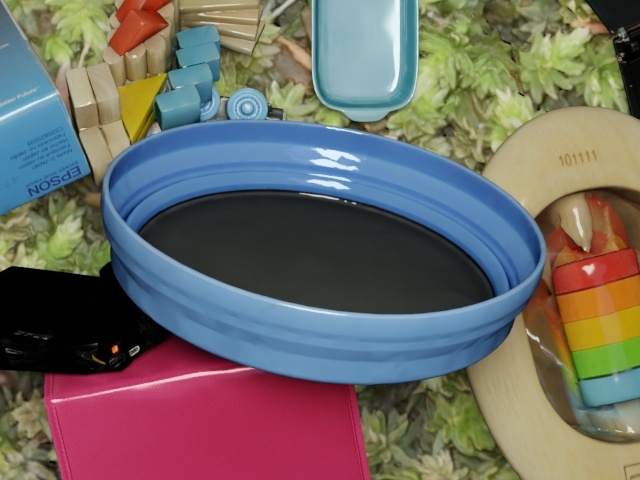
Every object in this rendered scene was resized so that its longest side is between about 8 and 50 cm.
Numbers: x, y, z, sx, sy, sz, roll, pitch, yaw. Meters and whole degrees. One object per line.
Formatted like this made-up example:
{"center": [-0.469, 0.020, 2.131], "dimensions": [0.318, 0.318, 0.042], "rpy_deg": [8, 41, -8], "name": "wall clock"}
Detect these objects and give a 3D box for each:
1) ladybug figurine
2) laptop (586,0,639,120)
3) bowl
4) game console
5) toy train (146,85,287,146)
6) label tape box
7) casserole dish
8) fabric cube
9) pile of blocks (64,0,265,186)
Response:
{"center": [0.285, 0.089, 1.346], "dimensions": [0.305, 0.162, 0.449], "rpy_deg": [-10, 88, -6], "name": "ladybug figurine"}
{"center": [0.405, -0.250, 1.451], "dimensions": [0.234, 0.136, 0.264], "rpy_deg": [-25, 116, -6], "name": "laptop"}
{"center": [0.000, 0.000, 1.159], "dimensions": [0.391, 0.391, 0.077], "rpy_deg": [7, 116, -6], "name": "bowl"}
{"center": [-0.181, 0.027, 1.239], "dimensions": [0.213, 0.361, 0.044], "rpy_deg": [5, 115, 32], "name": "game console"}
{"center": [-0.129, -0.112, 1.351], "dimensions": [0.184, 0.080, 0.105], "rpy_deg": [9, 93, -5], "name": "toy train"}
{"center": [-0.405, -0.147, 1.267], "dimensions": [0.249, 0.115, 0.348], "rpy_deg": [-27, 48, -11], "name": "label tape box"}
{"center": [0.045, -0.220, 1.386], "dimensions": [0.114, 0.037, 0.188], "rpy_deg": [-1, 95, -7], "name": "casserole dish"}
{"center": [-0.103, 0.190, 1.225], "dimensions": [0.258, 0.259, 0.254], "rpy_deg": [-13, 106, -7], "name": "fabric cube"}
{"center": [-0.138, -0.223, 1.279], "dimensions": [0.149, 0.112, 0.362], "rpy_deg": [17, 65, 3], "name": "pile of blocks"}
